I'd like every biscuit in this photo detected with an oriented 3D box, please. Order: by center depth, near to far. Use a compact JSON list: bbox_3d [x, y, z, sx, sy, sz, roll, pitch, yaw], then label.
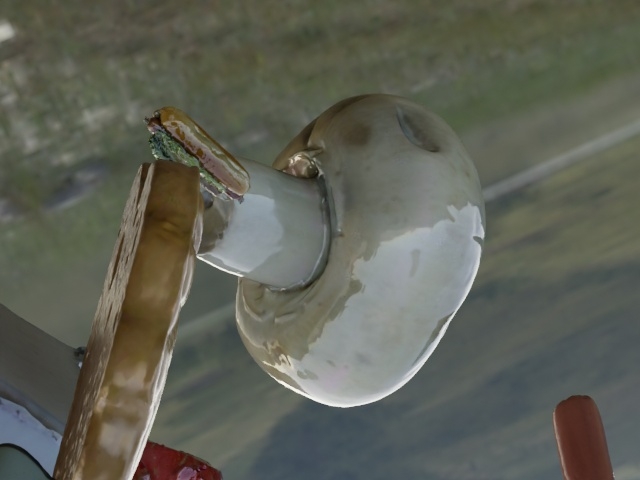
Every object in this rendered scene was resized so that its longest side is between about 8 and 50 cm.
[{"bbox_3d":[-0.155,0.088,1.405,0.057,0.351,0.312,16,160,-11],"label":"biscuit"}]

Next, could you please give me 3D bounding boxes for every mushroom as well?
[{"bbox_3d":[0.025,0.017,1.947,0.353,0.325,0.353,-26,173,-3],"label":"mushroom"}]

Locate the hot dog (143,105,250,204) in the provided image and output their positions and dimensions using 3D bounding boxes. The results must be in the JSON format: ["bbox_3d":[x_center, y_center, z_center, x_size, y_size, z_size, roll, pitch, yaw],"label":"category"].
[{"bbox_3d":[-0.123,-0.079,1.691,0.056,0.133,0.041,-11,-139,56],"label":"hot dog"}]

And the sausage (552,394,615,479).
[{"bbox_3d":[0.322,0.259,2.124,0.062,0.154,0.062,-3,139,-3],"label":"sausage"}]

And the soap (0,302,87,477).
[{"bbox_3d":[-0.439,0.280,1.851,0.435,0.213,0.350,-48,-152,6],"label":"soap"}]

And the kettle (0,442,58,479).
[{"bbox_3d":[-0.229,0.276,1.111,0.161,0.221,0.236,-2,-160,15],"label":"kettle"}]

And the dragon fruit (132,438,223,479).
[{"bbox_3d":[-0.246,0.406,2.285,0.250,0.269,0.291,150,-39,-74],"label":"dragon fruit"}]
